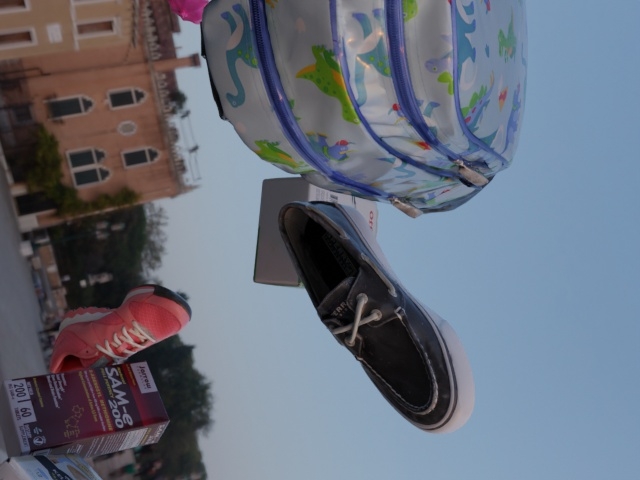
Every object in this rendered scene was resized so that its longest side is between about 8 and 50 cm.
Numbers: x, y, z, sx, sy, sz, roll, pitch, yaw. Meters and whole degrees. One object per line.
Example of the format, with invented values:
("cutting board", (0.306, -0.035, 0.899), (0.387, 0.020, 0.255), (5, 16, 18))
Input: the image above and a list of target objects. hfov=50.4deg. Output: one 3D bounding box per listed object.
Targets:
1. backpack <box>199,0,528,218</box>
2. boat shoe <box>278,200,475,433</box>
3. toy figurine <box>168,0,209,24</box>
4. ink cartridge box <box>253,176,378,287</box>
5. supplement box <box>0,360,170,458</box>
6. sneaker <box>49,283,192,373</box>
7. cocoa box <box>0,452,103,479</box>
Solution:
("backpack", (0.058, -0.168, 0.575), (0.273, 0.355, 0.291), (5, -90, 45))
("boat shoe", (0.045, 0.071, 0.719), (0.108, 0.102, 0.301), (-46, -123, 27))
("toy figurine", (-0.201, -0.437, 1.134), (0.130, 0.173, 0.159), (51, 19, -59))
("ink cartridge box", (0.000, 0.000, 1.013), (0.086, 0.208, 0.153), (1, -98, 32))
("supplement box", (-0.383, 0.280, 1.104), (0.073, 0.239, 0.130), (-56, -128, 34))
("sneaker", (-0.362, 0.181, 1.223), (0.116, 0.313, 0.136), (53, 32, -32))
("cocoa box", (-0.326, 0.479, 0.875), (0.347, 0.231, 0.228), (41, -10, 12))
